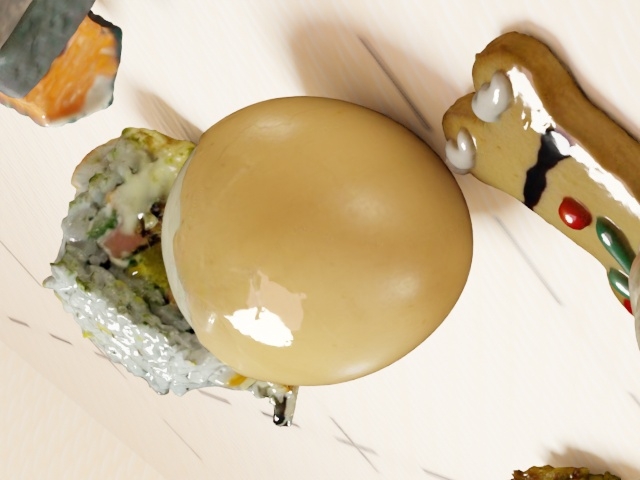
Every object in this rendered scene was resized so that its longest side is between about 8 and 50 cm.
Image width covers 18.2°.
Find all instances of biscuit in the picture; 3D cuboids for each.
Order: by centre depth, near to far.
[{"bbox_3d":[0.195,0.000,1.183,0.301,0.049,0.197,40,165,9],"label":"biscuit"}]

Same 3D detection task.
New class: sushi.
[{"bbox_3d":[-0.110,0.034,1.722,0.274,0.184,0.139,38,164,13],"label":"sushi"}]

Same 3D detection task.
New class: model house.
[{"bbox_3d":[-0.233,-0.206,1.510,0.271,0.190,0.301,30,175,26],"label":"model house"}]

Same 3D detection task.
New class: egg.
[{"bbox_3d":[0.000,0.000,1.369,0.244,0.201,0.201,2,138,49],"label":"egg"}]

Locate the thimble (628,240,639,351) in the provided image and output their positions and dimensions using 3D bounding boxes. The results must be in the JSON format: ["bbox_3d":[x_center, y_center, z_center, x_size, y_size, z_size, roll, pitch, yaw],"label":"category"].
[{"bbox_3d":[0.255,0.051,0.925,0.148,0.196,0.229,60,-173,-36],"label":"thimble"}]

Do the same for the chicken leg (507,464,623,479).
[{"bbox_3d":[0.219,0.296,1.689,0.361,0.140,0.211,52,-162,-67],"label":"chicken leg"}]
